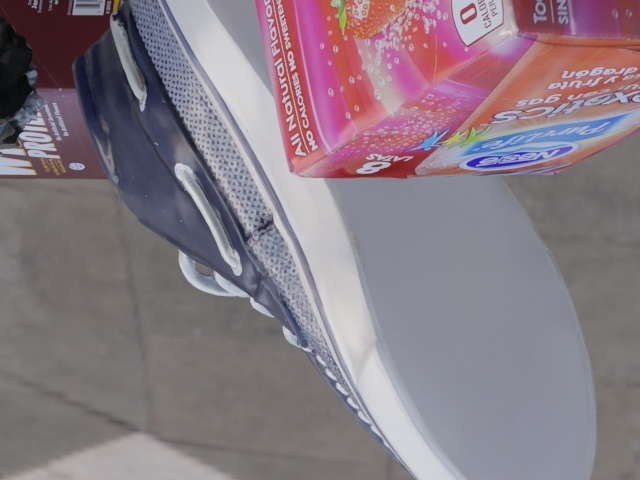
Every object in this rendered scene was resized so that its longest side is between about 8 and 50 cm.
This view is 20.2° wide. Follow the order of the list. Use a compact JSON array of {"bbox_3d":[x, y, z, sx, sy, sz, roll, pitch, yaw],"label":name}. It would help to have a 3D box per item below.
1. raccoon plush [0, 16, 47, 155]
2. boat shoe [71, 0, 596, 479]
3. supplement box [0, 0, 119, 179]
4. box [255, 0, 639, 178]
[{"bbox_3d":[-0.293,-0.186,0.796,0.446,0.299,0.216,-2,178,-41],"label":"raccoon plush"},{"bbox_3d":[0.000,0.000,0.887,0.127,0.340,0.158,-21,170,-36],"label":"boat shoe"},{"bbox_3d":[-0.211,-0.156,1.305,0.194,0.191,0.129,1,154,6],"label":"supplement box"},{"bbox_3d":[0.046,-0.158,0.585,0.122,0.257,0.128,-3,165,-33],"label":"box"}]
